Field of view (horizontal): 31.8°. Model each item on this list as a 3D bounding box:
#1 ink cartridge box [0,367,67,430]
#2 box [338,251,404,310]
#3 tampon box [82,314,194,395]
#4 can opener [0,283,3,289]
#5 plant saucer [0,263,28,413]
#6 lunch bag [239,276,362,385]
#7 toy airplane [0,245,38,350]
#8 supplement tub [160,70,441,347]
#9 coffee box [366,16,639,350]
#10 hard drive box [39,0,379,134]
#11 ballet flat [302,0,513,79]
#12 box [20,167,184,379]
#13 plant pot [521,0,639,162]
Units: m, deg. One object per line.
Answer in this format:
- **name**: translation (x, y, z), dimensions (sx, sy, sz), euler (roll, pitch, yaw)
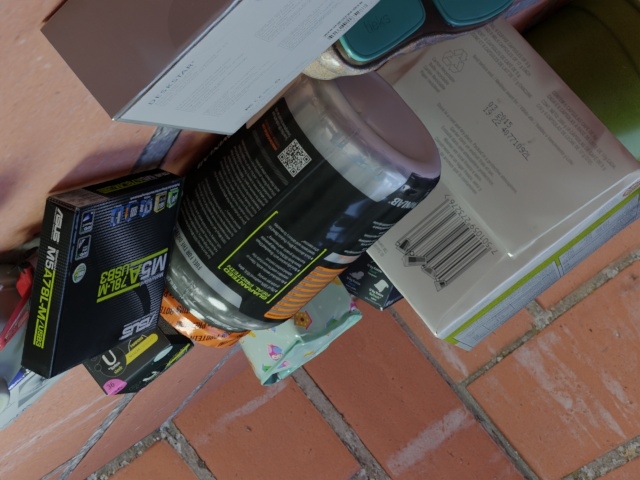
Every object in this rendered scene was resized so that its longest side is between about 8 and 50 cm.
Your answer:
- **ink cartridge box**: translation (-0.418, 0.195, 1.478), dimensions (0.223, 0.045, 0.224), euler (-41, 171, 15)
- **box**: translation (0.123, -0.041, 1.913), dimensions (0.165, 0.143, 0.270), euler (-25, 139, -62)
- **tampon box**: translation (-0.279, 0.155, 1.677), dimensions (0.120, 0.101, 0.161), euler (-40, 172, 2)
- **can opener**: translation (-0.397, 0.107, 0.954), dimensions (0.283, 0.095, 0.076), euler (-38, -165, -9)
- **plant saucer**: translation (-0.436, 0.184, 1.156), dimensions (0.400, 0.100, 0.400), euler (-39, 172, -6)
- **lunch bag**: translation (-0.079, 0.103, 1.847), dimensions (0.160, 0.223, 0.262), euler (-26, 167, -31)
- **toy airplane**: translation (-0.288, 0.069, 1.145), dimensions (0.151, 0.028, 0.151), euler (11, 90, -72)
- **supplement tub**: translation (-0.045, -0.039, 1.280), dimensions (0.338, 0.207, 0.207), euler (-42, 171, 24)
- **coffee box**: translation (0.216, -0.081, 1.591), dimensions (0.338, 0.337, 0.334), euler (-40, 164, 6)
- **hard drive box**: translation (-0.070, -0.173, 0.848), dimensions (0.181, 0.089, 0.232), euler (-41, 172, 13)
- **ballet flat**: translation (0.085, -0.245, 1.188), dimensions (0.316, 0.107, 0.106), euler (-25, -175, -40)
- **box**: translation (-0.220, 0.029, 1.153), dimensions (0.191, 0.045, 0.184), euler (-24, 129, -61)
- **plant pot**: translation (0.408, -0.217, 1.989), dimensions (0.353, 0.366, 0.366), euler (-25, 170, -9)
